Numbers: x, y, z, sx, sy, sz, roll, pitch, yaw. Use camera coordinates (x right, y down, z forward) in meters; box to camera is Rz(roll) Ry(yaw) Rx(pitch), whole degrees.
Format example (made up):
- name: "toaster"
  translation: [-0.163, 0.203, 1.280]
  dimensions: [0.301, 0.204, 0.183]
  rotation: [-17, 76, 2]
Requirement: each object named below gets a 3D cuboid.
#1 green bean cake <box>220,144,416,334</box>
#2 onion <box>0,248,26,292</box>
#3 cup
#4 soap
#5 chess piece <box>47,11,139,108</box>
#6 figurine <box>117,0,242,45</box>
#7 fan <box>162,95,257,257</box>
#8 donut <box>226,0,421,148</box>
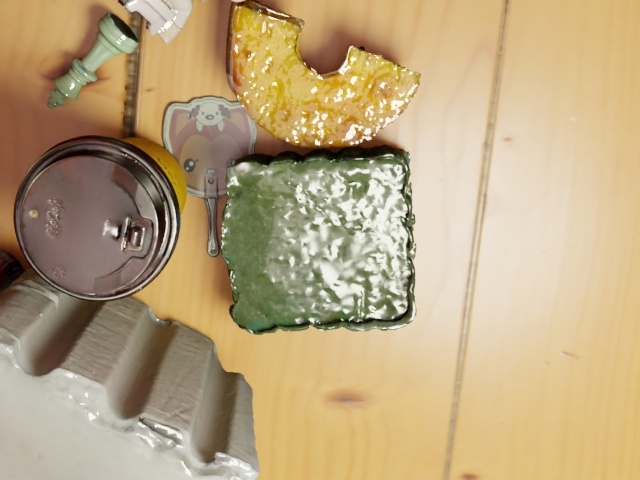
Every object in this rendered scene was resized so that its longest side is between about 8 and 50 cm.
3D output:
- name: "green bean cake"
  translation: [0.000, 0.000, 1.530]
  dimensions: [0.255, 0.132, 0.241]
  rotation: [-5, 103, 4]
- name: "onion"
  translation: [-0.489, 0.088, 1.543]
  dimensions: [0.098, 0.151, 0.206]
  rotation: [37, 82, 7]
- name: "cup"
  translation: [-0.254, -0.045, 1.439]
  dimensions: [0.196, 0.279, 0.196]
  rotation: [1, 103, 3]
- name: "soap"
  translation: [-0.273, 0.209, 1.419]
  dimensions: [0.350, 0.435, 0.213]
  rotation: [28, 99, -8]
- name: "chess piece"
  translation: [-0.304, -0.225, 1.525]
  dimensions: [0.059, 0.059, 0.149]
  rotation: [43, 104, -8]
- name: "figurine"
  translation: [-0.149, -0.378, 1.445]
  dimensions: [0.257, 0.182, 0.144]
  rotation: [-41, 124, 12]
- name: "fan"
  translation: [-0.148, -0.084, 1.573]
  dimensions: [0.132, 0.009, 0.220]
  rotation: [0, 101, 0]
- name: "donut"
  translation: [-0.019, -0.201, 1.504]
  dimensions: [0.259, 0.101, 0.152]
  rotation: [24, 100, -5]
